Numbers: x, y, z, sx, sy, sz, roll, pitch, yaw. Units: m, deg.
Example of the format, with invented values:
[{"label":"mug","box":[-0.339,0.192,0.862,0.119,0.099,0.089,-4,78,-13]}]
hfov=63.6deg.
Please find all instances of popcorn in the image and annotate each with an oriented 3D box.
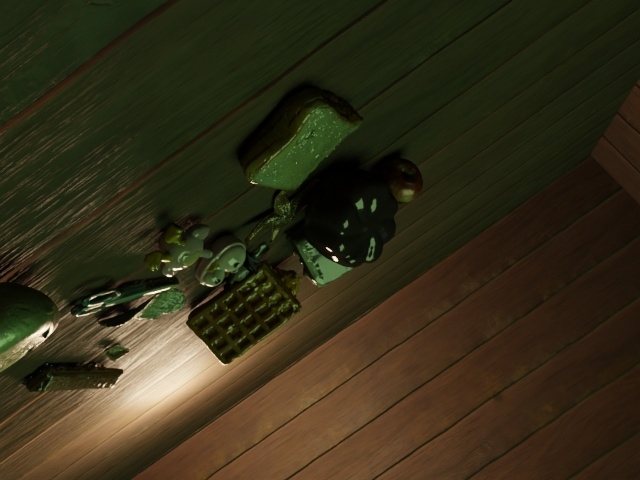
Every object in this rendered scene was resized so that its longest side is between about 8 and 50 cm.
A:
[{"label":"popcorn","box":[-0.148,0.167,1.797,0.167,0.148,0.152,-48,131,-11]}]

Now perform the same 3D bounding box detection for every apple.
[{"label":"apple","box":[0.241,-0.183,1.607,0.146,0.146,0.131,-23,170,-28]}]

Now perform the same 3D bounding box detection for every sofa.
[{"label":"sofa","box":[0.008,0.012,1.705,0.210,0.225,0.176,-33,-156,-7]}]

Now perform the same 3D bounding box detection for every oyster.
[{"label":"oyster","box":[-0.634,0.344,1.596,0.051,0.034,0.093,-48,151,-10]}]

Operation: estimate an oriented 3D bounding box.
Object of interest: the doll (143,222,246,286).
[{"label":"doll","box":[-0.303,0.038,1.314,0.160,0.094,0.365,-51,155,3]}]

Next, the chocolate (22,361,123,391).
[{"label":"chocolate","box":[-0.733,0.420,1.564,0.102,0.065,0.329,-37,158,8]}]

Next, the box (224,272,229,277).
[{"label":"box","box":[-0.300,0.075,1.519,0.089,0.022,0.156,-21,156,-30]}]

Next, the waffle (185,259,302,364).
[{"label":"waffle","box":[-0.247,0.235,1.687,0.327,0.224,0.098,-35,-164,5]}]

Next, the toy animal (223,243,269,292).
[{"label":"toy animal","box":[-0.240,0.093,1.593,0.202,0.070,0.105,-44,-171,25]}]

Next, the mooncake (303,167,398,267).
[{"label":"mooncake","box":[0.096,-0.062,1.486,0.306,0.154,0.306,-27,129,-39]}]

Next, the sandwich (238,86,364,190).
[{"label":"sandwich","box":[-0.043,-0.219,1.159,0.251,0.087,0.226,-43,158,21]}]

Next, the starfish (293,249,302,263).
[{"label":"starfish","box":[0.005,0.008,1.787,0.209,0.053,0.150,-30,152,-3]}]

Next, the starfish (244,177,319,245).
[{"label":"starfish","box":[-0.106,-0.087,1.423,0.247,0.050,0.138,-53,158,17]}]

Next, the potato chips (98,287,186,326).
[{"label":"potato chips","box":[-0.489,0.195,1.445,0.167,0.059,0.228,-36,167,24]}]

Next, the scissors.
[{"label":"scissors","box":[-0.487,0.135,1.328,0.138,0.041,0.289,-36,165,38]}]

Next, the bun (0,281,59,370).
[{"label":"bun","box":[-0.655,0.169,0.976,0.283,0.179,0.283,-37,-179,1]}]
